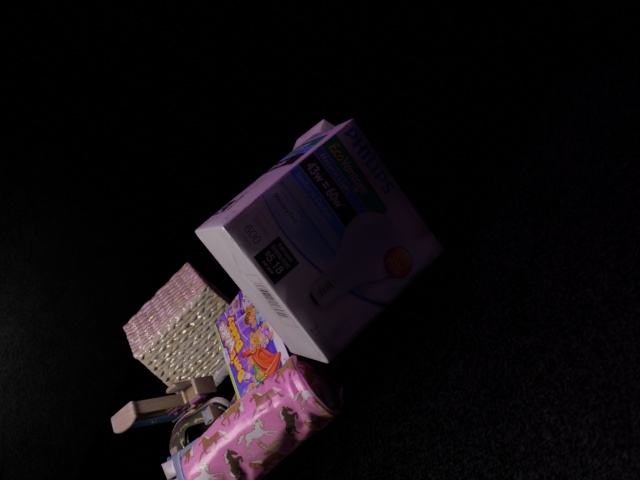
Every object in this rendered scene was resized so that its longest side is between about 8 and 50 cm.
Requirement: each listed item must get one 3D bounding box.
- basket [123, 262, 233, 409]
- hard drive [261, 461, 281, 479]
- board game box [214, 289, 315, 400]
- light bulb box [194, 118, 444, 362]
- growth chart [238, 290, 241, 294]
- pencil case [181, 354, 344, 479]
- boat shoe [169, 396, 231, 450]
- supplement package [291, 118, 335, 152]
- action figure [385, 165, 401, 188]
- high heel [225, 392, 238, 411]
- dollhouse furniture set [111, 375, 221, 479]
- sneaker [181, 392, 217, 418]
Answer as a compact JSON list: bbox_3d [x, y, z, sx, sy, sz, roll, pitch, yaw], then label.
[{"bbox_3d":[-0.406,0.287,2.275,0.331,0.266,0.328,-45,24,-7],"label":"basket"},{"bbox_3d":[-0.177,0.583,1.754,0.254,0.054,0.172,-42,28,41],"label":"hard drive"},{"bbox_3d":[-0.141,0.286,1.825,0.233,0.078,0.347,-53,45,29],"label":"board game box"},{"bbox_3d":[0.000,0.000,1.515,0.361,0.358,0.225,-42,15,-19],"label":"light bulb box"},{"bbox_3d":[-0.279,0.269,2.476,0.172,0.021,0.237,-25,41,57],"label":"growth chart"},{"bbox_3d":[-0.126,0.423,1.590,0.386,0.167,0.160,-44,50,11],"label":"pencil case"},{"bbox_3d":[-0.371,0.575,2.145,0.305,0.109,0.091,-43,11,33],"label":"boat shoe"},{"bbox_3d":[-0.017,-0.218,2.306,0.204,0.145,0.262,-23,43,60],"label":"supplement package"},{"bbox_3d":[0.073,-0.087,1.892,0.285,0.099,0.185,-32,-11,32],"label":"action figure"},{"bbox_3d":[-0.213,0.422,2.001,0.186,0.093,0.261,-23,48,56],"label":"high heel"},{"bbox_3d":[-0.400,0.574,1.965,0.286,0.198,0.303,-41,62,40],"label":"dollhouse furniture set"},{"bbox_3d":[-0.392,0.548,2.310,0.208,0.081,0.094,-49,31,43],"label":"sneaker"}]
